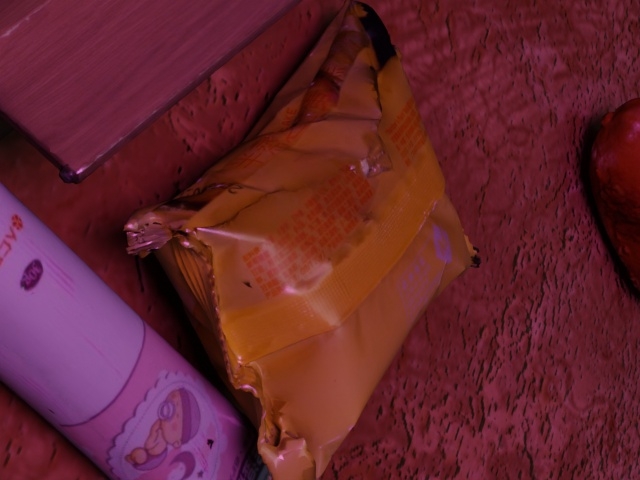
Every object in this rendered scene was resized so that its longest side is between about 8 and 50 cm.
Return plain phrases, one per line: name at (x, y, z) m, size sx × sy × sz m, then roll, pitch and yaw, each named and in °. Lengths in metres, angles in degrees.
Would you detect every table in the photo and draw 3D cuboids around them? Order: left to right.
table at (-0.066, -0.130, 0.543) m, size 0.227 × 0.167 × 0.167 m, roll -43°, pitch 121°, yaw -27°

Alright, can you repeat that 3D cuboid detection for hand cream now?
hand cream at (-0.092, 0.064, 0.583) m, size 0.331 × 0.058 × 0.085 m, roll 53°, pitch 41°, yaw -40°

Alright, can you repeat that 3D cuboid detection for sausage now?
sausage at (0.233, -0.018, 0.897) m, size 0.089 × 0.089 × 0.179 m, roll -60°, pitch 139°, yaw -27°

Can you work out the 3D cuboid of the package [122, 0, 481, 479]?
package at (0.000, 0.000, 0.642) m, size 0.226 × 0.090 × 0.168 m, roll -49°, pitch 121°, yaw -46°
